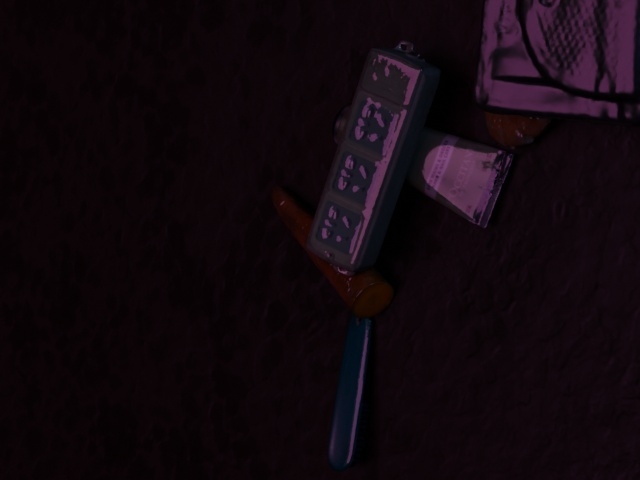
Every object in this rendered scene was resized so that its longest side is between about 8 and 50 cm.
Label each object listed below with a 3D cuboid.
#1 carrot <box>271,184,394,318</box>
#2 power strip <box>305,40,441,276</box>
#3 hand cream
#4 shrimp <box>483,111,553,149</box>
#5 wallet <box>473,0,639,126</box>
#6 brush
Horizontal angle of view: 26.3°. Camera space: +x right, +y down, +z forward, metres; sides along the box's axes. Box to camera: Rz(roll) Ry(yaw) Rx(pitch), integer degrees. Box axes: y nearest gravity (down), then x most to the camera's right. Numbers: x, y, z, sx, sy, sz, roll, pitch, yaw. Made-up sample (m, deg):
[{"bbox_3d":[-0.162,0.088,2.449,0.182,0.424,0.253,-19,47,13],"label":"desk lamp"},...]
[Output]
[{"bbox_3d":[0.000,0.000,1.620,0.224,0.057,0.057,49,121,32],"label":"carrot"},{"bbox_3d":[0.055,-0.086,1.504,0.078,0.052,0.272,27,106,27],"label":"power strip"},{"bbox_3d":[0.104,-0.098,1.528,0.235,0.055,0.086,28,105,33],"label":"hand cream"},{"bbox_3d":[0.231,-0.176,1.428,0.180,0.041,0.099,-54,44,29],"label":"shrimp"},{"bbox_3d":[0.308,-0.234,1.327,0.323,0.041,0.247,8,98,27],"label":"wallet"},{"bbox_3d":[0.042,0.175,1.606,0.043,0.032,0.193,4,82,45],"label":"brush"}]
